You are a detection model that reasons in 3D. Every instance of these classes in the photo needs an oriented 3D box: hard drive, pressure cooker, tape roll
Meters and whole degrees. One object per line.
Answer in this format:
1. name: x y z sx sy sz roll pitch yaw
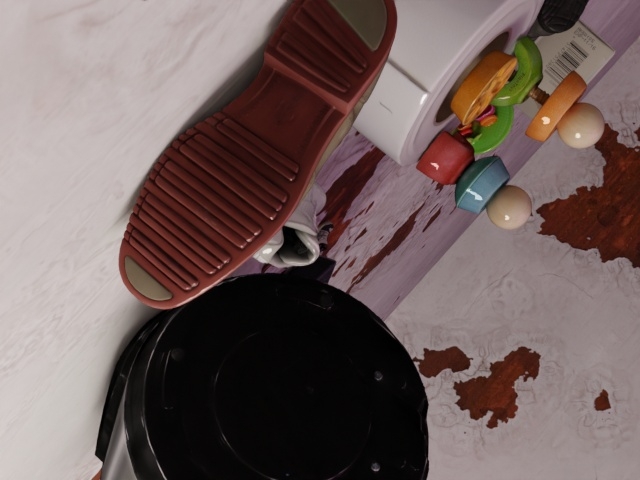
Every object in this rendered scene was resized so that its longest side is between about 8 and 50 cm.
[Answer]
1. hard drive: -0.064 0.131 1.477 0.172 0.054 0.255 -41 165 -32
2. pressure cooker: -0.095 0.288 1.065 0.369 0.376 0.420 3 147 -19
3. tape roll: 0.153 -0.231 1.042 0.286 0.100 0.286 -46 168 -13

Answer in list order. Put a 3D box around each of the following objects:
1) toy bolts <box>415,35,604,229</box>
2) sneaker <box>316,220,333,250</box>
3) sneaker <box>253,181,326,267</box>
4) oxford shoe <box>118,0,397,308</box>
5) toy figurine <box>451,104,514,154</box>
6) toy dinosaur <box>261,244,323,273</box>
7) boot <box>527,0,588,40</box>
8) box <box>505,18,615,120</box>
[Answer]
1. toy bolts: 0.244 -0.122 1.073 0.228 0.158 0.218 -55 167 25
2. sneaker: 0.000 0.000 1.348 0.083 0.037 0.032 -40 163 -41
3. sneaker: -0.041 -0.015 0.975 0.090 0.115 0.232 -55 166 25
4. oxford shoe: -0.046 -0.078 0.772 0.348 0.123 0.130 -48 173 3
5. toy figurine: 0.211 -0.207 1.362 0.173 0.130 0.159 -28 162 24
6. toy dinosaur: -0.045 0.009 1.266 0.090 0.047 0.082 -18 -168 26
7. boot: 0.415 -0.427 1.402 0.246 0.083 0.161 -47 -170 -7
8. box: 0.442 -0.322 1.600 0.148 0.121 0.311 -49 176 9
